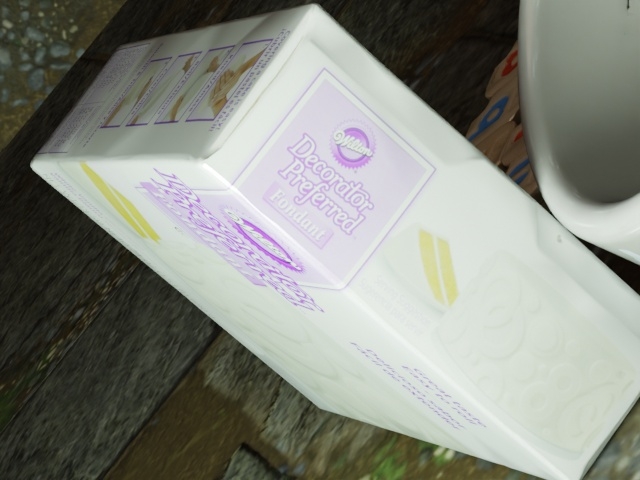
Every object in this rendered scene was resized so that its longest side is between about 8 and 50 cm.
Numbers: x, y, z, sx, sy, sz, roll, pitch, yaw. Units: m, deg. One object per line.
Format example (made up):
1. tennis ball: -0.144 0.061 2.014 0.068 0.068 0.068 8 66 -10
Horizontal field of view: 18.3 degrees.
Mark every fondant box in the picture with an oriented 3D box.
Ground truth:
1. fondant box: 0.000 0.000 1.026 0.096 0.238 0.330 -53 18 -12

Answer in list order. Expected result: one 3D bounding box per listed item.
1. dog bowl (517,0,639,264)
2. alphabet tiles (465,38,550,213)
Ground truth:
1. dog bowl: 0.185 -0.141 0.844 0.349 0.102 0.348 -170 90 -77
2. alphabet tiles: 0.176 -0.122 1.193 0.278 0.021 0.284 -38 20 46
